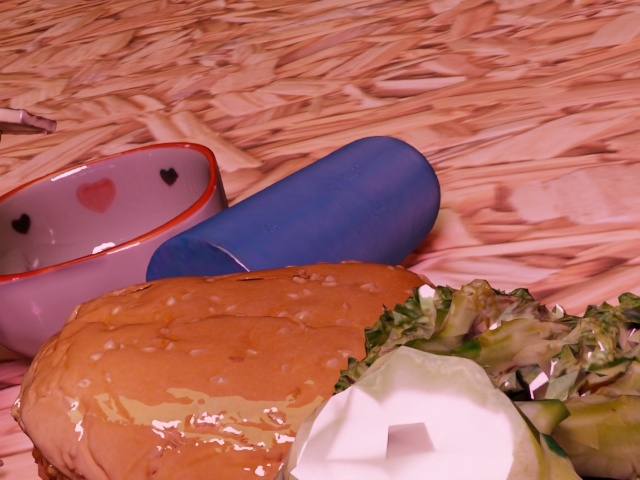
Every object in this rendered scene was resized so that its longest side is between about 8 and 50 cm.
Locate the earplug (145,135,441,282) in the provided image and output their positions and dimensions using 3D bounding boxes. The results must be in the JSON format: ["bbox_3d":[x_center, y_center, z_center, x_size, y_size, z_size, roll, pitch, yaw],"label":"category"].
[{"bbox_3d":[0.000,0.000,1.063,0.132,0.132,0.273,4,28,39],"label":"earplug"}]

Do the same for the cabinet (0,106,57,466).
[{"bbox_3d":[-0.398,0.013,0.993,0.318,0.289,0.227,5,-7,41],"label":"cabinet"}]

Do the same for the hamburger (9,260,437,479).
[{"bbox_3d":[-0.038,0.100,0.803,0.283,0.144,0.259,-7,26,2],"label":"hamburger"}]

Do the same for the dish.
[{"bbox_3d":[-0.183,0.020,1.137,0.256,0.117,0.256,-15,24,7],"label":"dish"}]

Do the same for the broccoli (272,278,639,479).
[{"bbox_3d":[0.082,0.142,0.542,0.308,0.275,0.307,-7,57,11],"label":"broccoli"}]
